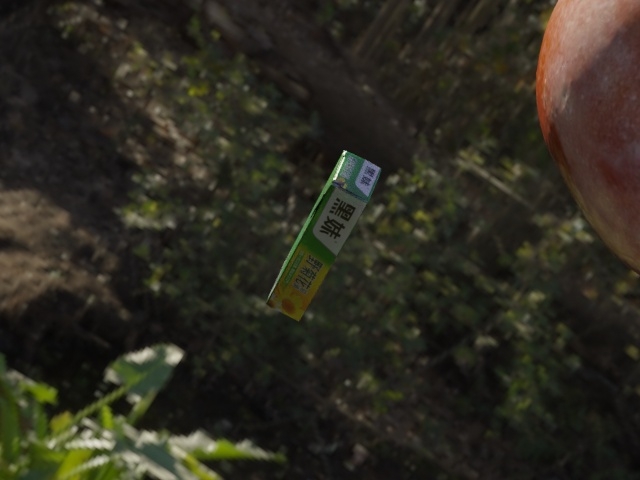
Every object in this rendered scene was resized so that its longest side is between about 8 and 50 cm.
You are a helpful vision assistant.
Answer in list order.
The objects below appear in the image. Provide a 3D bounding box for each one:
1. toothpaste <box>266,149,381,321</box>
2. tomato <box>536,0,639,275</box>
[{"bbox_3d":[0.000,0.000,1.118,0.037,0.178,0.043,28,48,-2],"label":"toothpaste"},{"bbox_3d":[0.274,-0.100,0.817,0.270,0.270,0.227,40,-24,17],"label":"tomato"}]
